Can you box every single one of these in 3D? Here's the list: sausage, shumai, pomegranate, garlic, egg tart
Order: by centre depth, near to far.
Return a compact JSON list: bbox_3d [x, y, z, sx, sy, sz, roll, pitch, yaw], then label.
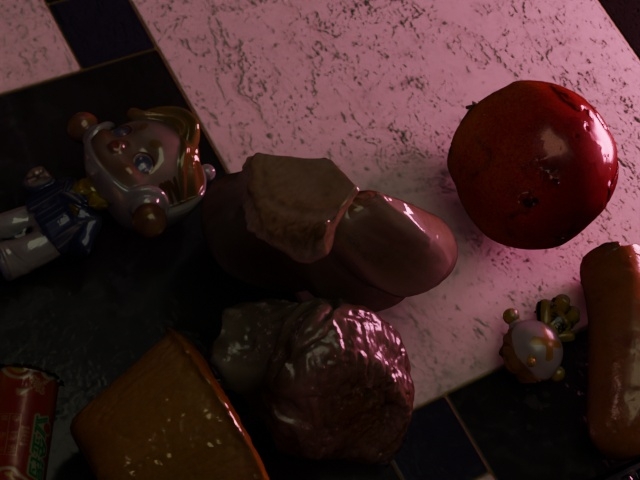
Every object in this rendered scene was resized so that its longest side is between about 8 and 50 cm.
[{"bbox_3d":[-0.313,0.256,1.354,0.083,0.083,0.264,9,61,-13],"label":"sausage"},{"bbox_3d":[-0.150,0.206,1.368,0.170,0.215,0.215,-29,74,-13],"label":"egg tart"},{"bbox_3d":[-0.008,0.129,1.473,0.218,0.184,0.185,19,21,-45],"label":"shumai"},{"bbox_3d":[0.001,-0.001,1.492,0.279,0.325,0.132,14,77,25],"label":"garlic"},{"bbox_3d":[0.369,0.133,1.626,0.108,0.109,0.271,10,63,-13],"label":"sausage"},{"bbox_3d":[0.255,-0.097,1.662,0.210,0.210,0.235,-8,25,-22],"label":"pomegranate"}]

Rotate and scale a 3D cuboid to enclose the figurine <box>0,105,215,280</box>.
[{"bbox_3d":[-0.245,-0.041,1.510,0.194,0.133,0.274,27,61,25],"label":"figurine"}]

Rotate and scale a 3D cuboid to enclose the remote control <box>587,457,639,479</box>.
[{"bbox_3d":[0.244,0.369,1.479,0.398,0.062,0.145,-17,70,-27],"label":"remote control"}]

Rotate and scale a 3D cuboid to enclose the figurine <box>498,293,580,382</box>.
[{"bbox_3d":[0.273,0.120,1.626,0.143,0.068,0.101,-10,72,-41],"label":"figurine"}]
